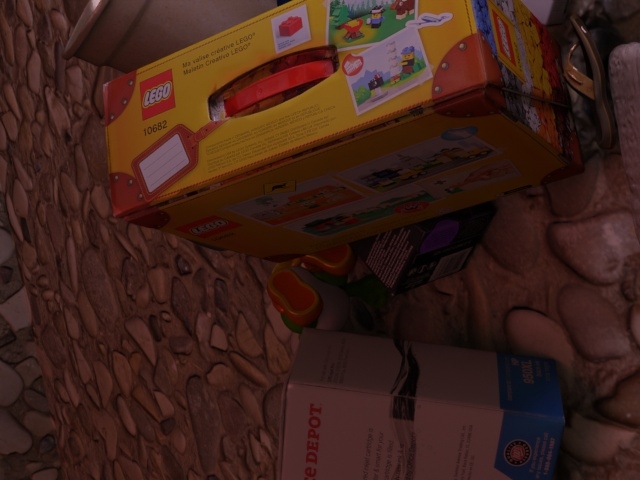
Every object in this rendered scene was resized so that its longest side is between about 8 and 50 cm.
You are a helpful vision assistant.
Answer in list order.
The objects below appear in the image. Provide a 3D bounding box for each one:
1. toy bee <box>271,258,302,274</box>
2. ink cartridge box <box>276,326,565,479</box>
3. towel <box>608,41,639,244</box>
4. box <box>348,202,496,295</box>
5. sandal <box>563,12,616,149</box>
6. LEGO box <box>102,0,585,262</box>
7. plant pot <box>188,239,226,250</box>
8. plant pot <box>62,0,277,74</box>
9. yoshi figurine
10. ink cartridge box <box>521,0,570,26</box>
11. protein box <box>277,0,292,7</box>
[{"bbox_3d":[0.000,0.000,1.752,0.162,0.298,0.195,43,104,-4],"label":"toy bee"},{"bbox_3d":[0.141,0.309,1.468,0.394,0.166,0.286,7,117,5],"label":"ink cartridge box"},{"bbox_3d":[0.422,-0.103,1.153,0.187,0.049,0.282,-166,64,-77],"label":"towel"},{"bbox_3d":[0.113,-0.070,1.535,0.270,0.165,0.143,51,138,28],"label":"box"},{"bbox_3d":[0.341,-0.202,1.255,0.049,0.072,0.180,-12,100,11],"label":"sandal"},{"bbox_3d":[0.036,-0.145,1.255,0.500,0.372,0.193,-17,72,27],"label":"LEGO box"},{"bbox_3d":[-0.193,-0.096,1.874,0.290,0.290,0.195,11,135,51],"label":"plant pot"},{"bbox_3d":[-0.220,-0.376,1.653,0.334,0.305,0.334,-48,25,30],"label":"plant pot"},{"bbox_3d":[0.029,0.156,1.653,0.362,0.203,0.203,77,-177,-56],"label":"yoshi figurine"},{"bbox_3d":[0.260,-0.429,1.298,0.223,0.045,0.224,38,131,38],"label":"ink cartridge box"},{"bbox_3d":[0.051,-0.384,1.460,0.136,0.201,0.200,15,115,50],"label":"protein box"}]
